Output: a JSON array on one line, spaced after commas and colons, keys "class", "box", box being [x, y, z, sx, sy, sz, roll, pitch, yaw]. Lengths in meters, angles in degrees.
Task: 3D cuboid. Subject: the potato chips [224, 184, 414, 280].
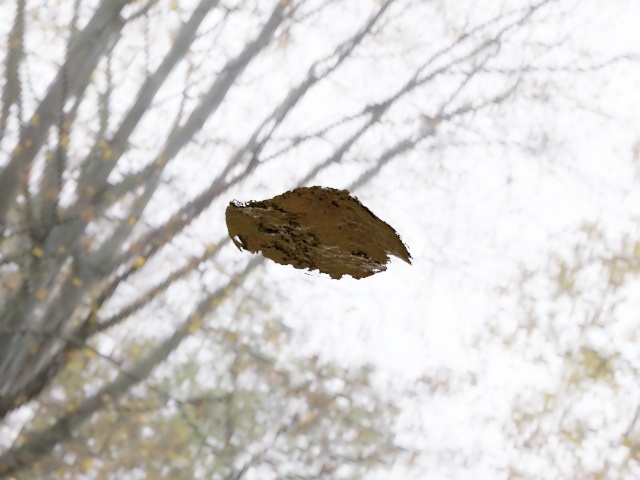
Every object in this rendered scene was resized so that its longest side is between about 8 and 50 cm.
[{"class": "potato chips", "box": [0.000, 0.000, 1.144, 0.209, 0.026, 0.142, 6, -21, 44]}]
